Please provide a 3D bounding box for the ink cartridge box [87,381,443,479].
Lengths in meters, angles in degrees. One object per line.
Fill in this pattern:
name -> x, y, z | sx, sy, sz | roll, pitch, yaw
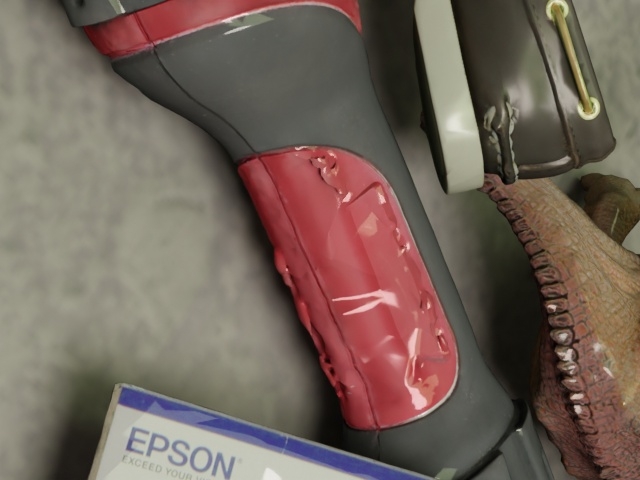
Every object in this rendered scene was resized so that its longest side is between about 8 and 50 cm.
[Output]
ink cartridge box -> -0.042, 0.228, 0.527 | 0.165, 0.065, 0.332 | 20, 73, -15

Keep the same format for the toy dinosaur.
toy dinosaur -> 0.139, 0.076, 0.663 | 0.296, 0.127, 0.200 | 45, 63, -29

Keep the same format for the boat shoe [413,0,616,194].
boat shoe -> 0.061, -0.133, 0.618 | 0.069, 0.081, 0.227 | -9, 83, 1

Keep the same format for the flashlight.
flashlight -> 0.000, 0.000, 0.583 | 0.103, 0.103, 0.304 | -24, 106, -8
